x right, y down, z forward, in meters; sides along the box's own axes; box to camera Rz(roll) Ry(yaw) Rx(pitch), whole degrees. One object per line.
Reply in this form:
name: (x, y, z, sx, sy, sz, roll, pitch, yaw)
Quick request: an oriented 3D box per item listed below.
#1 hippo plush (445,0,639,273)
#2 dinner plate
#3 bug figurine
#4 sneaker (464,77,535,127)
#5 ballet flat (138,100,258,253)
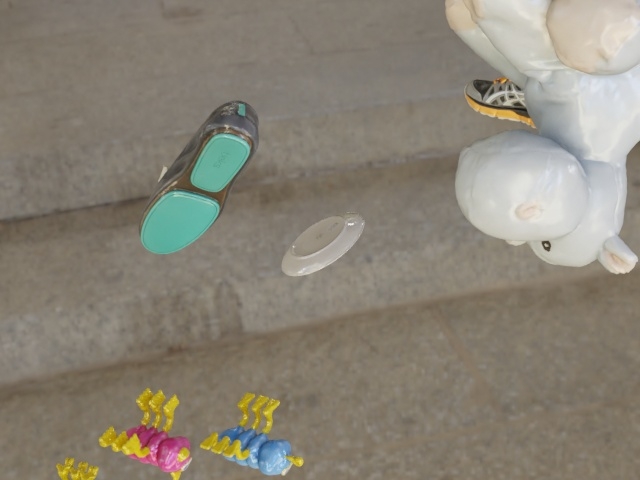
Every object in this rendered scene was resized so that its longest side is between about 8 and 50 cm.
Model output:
hippo plush: (0.210, -0.106, 0.972, 0.294, 0.237, 0.234, 12, 12, -42)
dinner plate: (0.000, 0.000, 1.556, 0.141, 0.017, 0.141, -26, 25, 14)
bug figurine: (-0.160, 0.252, 1.046, 0.216, 0.072, 0.279, 14, 40, 34)
sneaker: (0.314, -0.225, 1.634, 0.084, 0.083, 0.214, -17, 28, -42)
ballet flat: (-0.115, -0.064, 1.029, 0.074, 0.203, 0.074, 19, 48, -23)
